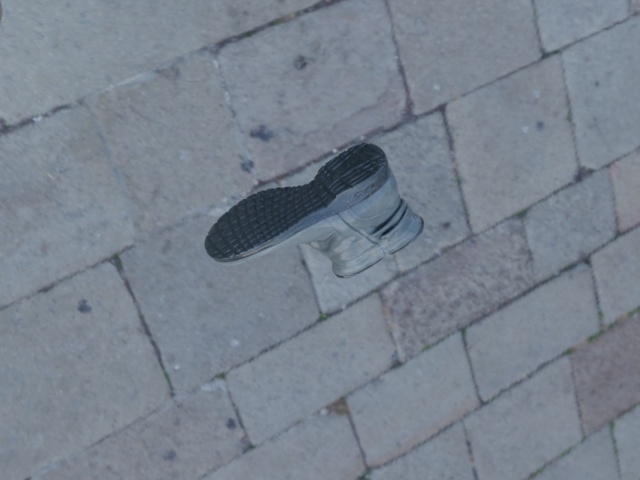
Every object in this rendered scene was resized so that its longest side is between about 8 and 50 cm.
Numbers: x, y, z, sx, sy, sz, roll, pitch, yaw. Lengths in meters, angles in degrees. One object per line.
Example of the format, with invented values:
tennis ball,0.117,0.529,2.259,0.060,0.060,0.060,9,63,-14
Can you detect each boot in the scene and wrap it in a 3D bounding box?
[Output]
boot,0.000,0.000,1.061,0.246,0.083,0.161,-26,135,5

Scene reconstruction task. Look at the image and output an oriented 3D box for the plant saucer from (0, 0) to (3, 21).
plant saucer,-0.224,-0.127,0.561,0.015,0.083,0.083,29,90,-35
